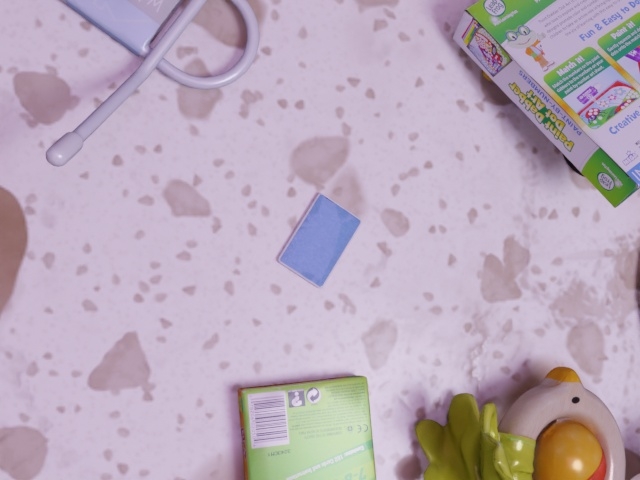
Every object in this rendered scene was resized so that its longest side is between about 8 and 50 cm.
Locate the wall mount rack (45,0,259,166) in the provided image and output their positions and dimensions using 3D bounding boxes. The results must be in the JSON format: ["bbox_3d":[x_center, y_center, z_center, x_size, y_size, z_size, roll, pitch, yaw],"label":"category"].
[{"bbox_3d":[-0.224,-0.236,0.703,0.350,0.130,0.304,35,77,-8],"label":"wall mount rack"}]

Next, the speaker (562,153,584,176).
[{"bbox_3d":[0.329,-0.124,0.874,0.136,0.055,0.055,-32,93,-16],"label":"speaker"}]

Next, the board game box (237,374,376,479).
[{"bbox_3d":[-0.006,0.265,0.762,0.124,0.039,0.259,-4,83,-14],"label":"board game box"}]

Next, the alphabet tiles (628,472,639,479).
[{"bbox_3d":[0.372,0.340,0.737,0.021,0.284,0.278,15,41,-44],"label":"alphabet tiles"}]

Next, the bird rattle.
[{"bbox_3d":[0.226,0.242,0.776,0.207,0.143,0.253,-41,97,-21],"label":"bird rattle"}]

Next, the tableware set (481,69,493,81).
[{"bbox_3d":[0.250,-0.181,0.859,0.154,0.024,0.104,8,66,-4],"label":"tableware set"}]

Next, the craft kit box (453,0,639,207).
[{"bbox_3d":[0.310,-0.196,0.831,0.250,0.061,0.246,-34,77,-19],"label":"craft kit box"}]

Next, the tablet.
[{"bbox_3d":[0.000,0.000,0.803,0.054,0.006,0.083,34,79,-10],"label":"tablet"}]
